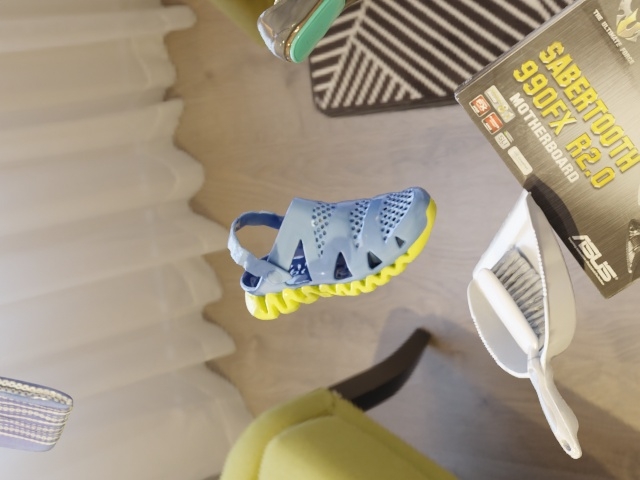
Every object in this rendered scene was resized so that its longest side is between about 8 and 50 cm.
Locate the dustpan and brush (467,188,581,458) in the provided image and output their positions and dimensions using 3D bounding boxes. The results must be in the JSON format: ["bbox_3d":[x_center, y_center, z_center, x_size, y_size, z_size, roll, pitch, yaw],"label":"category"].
[{"bbox_3d":[0.180,0.082,0.838,0.211,0.060,0.147,61,153,26],"label":"dustpan and brush"}]

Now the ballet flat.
[{"bbox_3d":[0.012,-0.267,1.012,0.074,0.203,0.074,41,166,12],"label":"ballet flat"}]

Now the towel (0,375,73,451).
[{"bbox_3d":[-0.400,0.185,1.076,0.336,0.243,0.040,134,147,-65],"label":"towel"}]

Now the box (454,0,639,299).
[{"bbox_3d":[0.257,-0.092,0.860,0.183,0.056,0.231,-35,97,17],"label":"box"}]

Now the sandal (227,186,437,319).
[{"bbox_3d":[0.000,0.000,1.263,0.317,0.126,0.138,-22,117,29],"label":"sandal"}]
